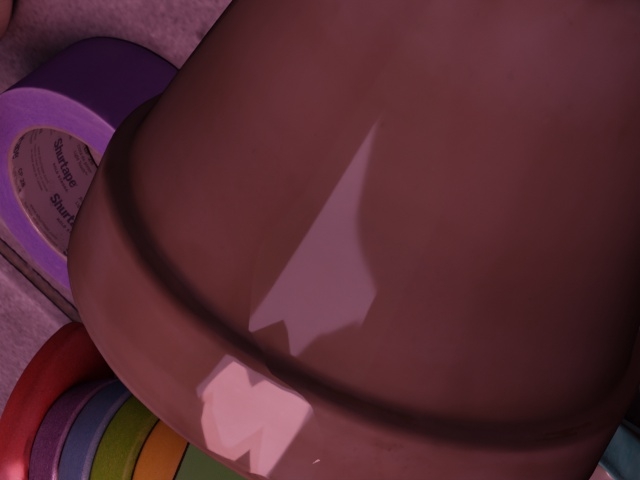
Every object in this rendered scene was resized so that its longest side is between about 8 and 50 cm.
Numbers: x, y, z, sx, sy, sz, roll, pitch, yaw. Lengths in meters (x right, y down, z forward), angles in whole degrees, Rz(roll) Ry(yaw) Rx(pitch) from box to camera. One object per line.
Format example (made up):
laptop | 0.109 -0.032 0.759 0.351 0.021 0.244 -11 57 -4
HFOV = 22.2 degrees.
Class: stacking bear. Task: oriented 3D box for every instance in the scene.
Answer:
stacking bear | -0.101 0.188 1.288 0.289 0.164 0.175 8 128 31

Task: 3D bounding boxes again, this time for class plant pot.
plant pot | 0.065 -0.058 0.849 0.323 0.323 0.280 35 122 14

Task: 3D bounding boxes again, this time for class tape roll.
tape roll | -0.152 -0.046 1.187 0.189 0.080 0.189 23 134 26

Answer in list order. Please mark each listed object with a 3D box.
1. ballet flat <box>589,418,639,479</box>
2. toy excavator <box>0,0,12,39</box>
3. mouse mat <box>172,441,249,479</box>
ballet flat | 0.140 0.129 1.037 0.247 0.087 0.083 41 153 -12
toy excavator | -0.448 -0.108 1.316 0.433 0.222 0.445 24 127 23
mouse mat | -0.039 0.139 1.171 0.153 0.189 0.007 -3 147 43
